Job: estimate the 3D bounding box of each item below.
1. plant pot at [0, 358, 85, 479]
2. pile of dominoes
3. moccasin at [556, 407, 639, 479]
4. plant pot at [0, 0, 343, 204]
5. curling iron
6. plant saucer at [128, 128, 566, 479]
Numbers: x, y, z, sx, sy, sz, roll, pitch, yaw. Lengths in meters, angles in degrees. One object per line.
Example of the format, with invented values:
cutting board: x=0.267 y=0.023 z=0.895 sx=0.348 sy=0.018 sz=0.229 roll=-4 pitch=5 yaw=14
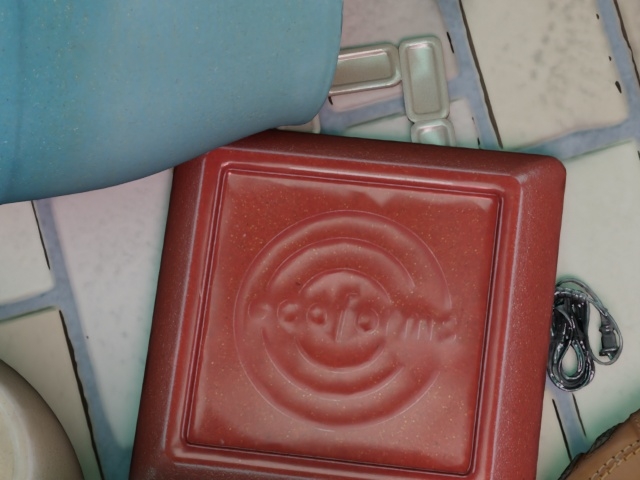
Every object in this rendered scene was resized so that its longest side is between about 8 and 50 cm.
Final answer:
plant pot: x=-0.256 y=0.161 z=1.154 sx=0.284 sy=0.191 sz=0.284 roll=10 pitch=60 yaw=-17
pile of dominoes: x=0.000 y=0.000 z=1.305 sx=0.196 sy=0.040 sz=0.251 roll=-7 pitch=75 yaw=4
moccasin: x=0.302 y=0.262 z=1.204 sx=0.147 sy=0.139 sz=0.380 roll=-41 pitch=73 yaw=8
plant pot: x=-0.130 y=-0.155 z=1.202 sx=0.255 sy=0.271 sz=0.272 roll=-5 pitch=83 yaw=-18
curling iron: x=0.123 y=0.154 z=1.268 sx=0.068 sy=0.035 sz=0.274 roll=23 pitch=86 yaw=6
plant saucer: x=0.017 y=0.052 z=1.246 sx=0.258 sy=0.048 sz=0.259 roll=6 pitch=76 yaw=7
